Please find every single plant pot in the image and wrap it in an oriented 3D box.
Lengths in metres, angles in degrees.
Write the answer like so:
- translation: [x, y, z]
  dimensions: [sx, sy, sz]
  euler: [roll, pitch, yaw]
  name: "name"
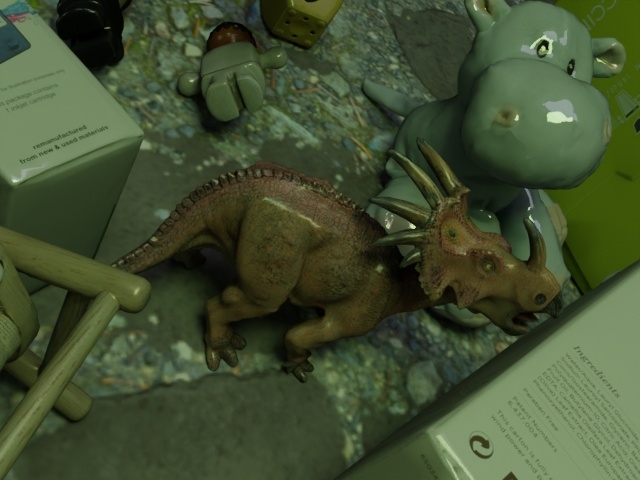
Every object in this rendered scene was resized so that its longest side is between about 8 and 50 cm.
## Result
- translation: [-0.019, -0.261, 0.781]
  dimensions: [0.081, 0.081, 0.083]
  euler: [16, 62, -21]
  name: "plant pot"

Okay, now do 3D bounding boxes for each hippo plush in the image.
- translation: [0.182, -0.086, 0.659]
  dimensions: [0.234, 0.236, 0.294]
  euler: [22, 48, -16]
  name: "hippo plush"

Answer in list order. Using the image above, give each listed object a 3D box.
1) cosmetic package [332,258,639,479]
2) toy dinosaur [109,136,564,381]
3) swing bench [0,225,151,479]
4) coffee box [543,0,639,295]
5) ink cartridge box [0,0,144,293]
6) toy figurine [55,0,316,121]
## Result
- translation: [0.176, 0.143, 0.513]
  dimensions: [0.365, 0.197, 0.155]
  euler: [-22, 70, -39]
  name: "cosmetic package"
- translation: [0.000, 0.000, 0.507]
  dimensions: [0.295, 0.200, 0.127]
  euler: [14, 51, -22]
  name: "toy dinosaur"
- translation: [-0.259, 0.081, 0.312]
  dimensions: [0.254, 0.165, 0.253]
  euler: [31, 47, -7]
  name: "swing bench"
- translation: [0.437, -0.137, 0.785]
  dimensions: [0.334, 0.338, 0.338]
  euler: [-10, 63, -36]
  name: "coffee box"
- translation: [-0.230, -0.083, 0.459]
  dimensions: [0.212, 0.154, 0.093]
  euler: [49, 48, 8]
  name: "ink cartridge box"
- translation: [-0.105, -0.231, 0.616]
  dimensions: [0.209, 0.213, 0.148]
  euler: [19, 33, -23]
  name: "toy figurine"
